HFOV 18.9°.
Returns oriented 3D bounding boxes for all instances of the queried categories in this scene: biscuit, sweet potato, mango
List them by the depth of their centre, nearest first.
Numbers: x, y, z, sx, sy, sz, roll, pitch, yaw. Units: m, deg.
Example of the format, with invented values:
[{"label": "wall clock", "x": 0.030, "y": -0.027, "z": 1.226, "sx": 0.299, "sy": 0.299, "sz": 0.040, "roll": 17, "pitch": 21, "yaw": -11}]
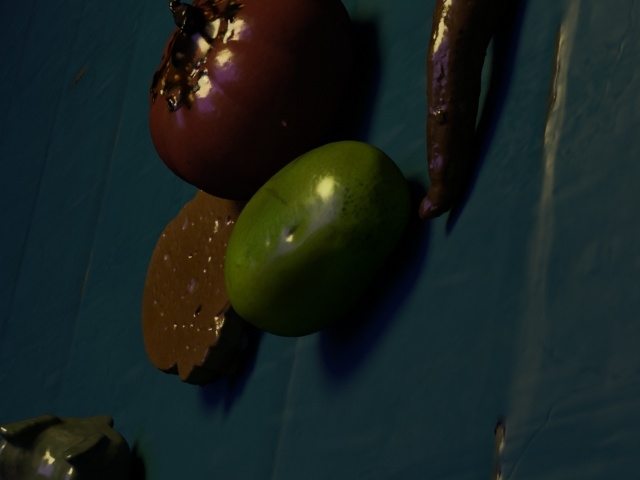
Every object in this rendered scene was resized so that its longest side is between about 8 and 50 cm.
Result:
[{"label": "sweet potato", "x": 0.087, "y": -0.118, "z": 1.170, "sx": 0.050, "sy": 0.050, "sz": 0.214, "roll": 163, "pitch": 119, "yaw": -67}, {"label": "mango", "x": 0.000, "y": -0.004, "z": 1.264, "sx": 0.163, "sy": 0.089, "sz": 0.117, "roll": -42, "pitch": 27, "yaw": 36}, {"label": "biscuit", "x": -0.079, "y": 0.037, "z": 1.492, "sx": 0.170, "sy": 0.050, "sz": 0.170, "roll": -34, "pitch": 48, "yaw": 48}]

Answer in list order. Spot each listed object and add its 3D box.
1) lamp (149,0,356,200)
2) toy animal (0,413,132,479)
[{"label": "lamp", "x": -0.058, "y": -0.120, "z": 1.410, "sx": 0.182, "sy": 0.140, "sz": 0.182, "roll": -40, "pitch": 37, "yaw": 39}, {"label": "toy animal", "x": -0.214, "y": 0.264, "z": 1.627, "sx": 0.108, "sy": 0.138, "sz": 0.236, "roll": 7, "pitch": 106, "yaw": 32}]
